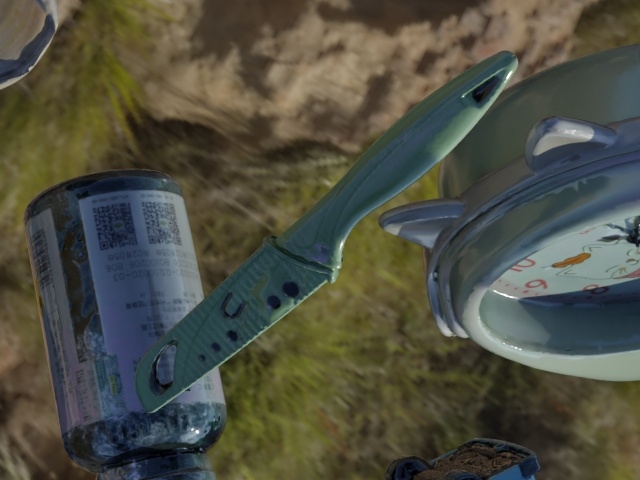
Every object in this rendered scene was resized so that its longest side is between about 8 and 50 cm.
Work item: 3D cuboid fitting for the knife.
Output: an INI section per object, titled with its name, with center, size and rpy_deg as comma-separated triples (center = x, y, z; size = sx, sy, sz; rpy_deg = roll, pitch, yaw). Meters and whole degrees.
[knife]
center = -0.001, 0.001, 0.951
size = 0.293, 0.020, 0.043
rpy_deg = -41, 94, 21

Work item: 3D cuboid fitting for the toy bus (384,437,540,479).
[toy bus]
center = 0.085, 0.303, 1.654
size = 0.271, 0.133, 0.165
rpy_deg = -23, 100, -22

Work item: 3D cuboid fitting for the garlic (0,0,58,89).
[garlic]
center = -0.315, -0.216, 1.384
size = 0.178, 0.143, 0.229
rpy_deg = -36, 107, -15

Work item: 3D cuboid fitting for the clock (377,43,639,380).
[clock]
center = 0.193, -0.019, 1.057
size = 0.324, 0.265, 0.109
rpy_deg = 15, 57, -41

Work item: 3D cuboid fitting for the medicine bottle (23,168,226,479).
[medicine bottle]
center = -0.159, 0.096, 1.495
size = 0.141, 0.141, 0.293
rpy_deg = -4, 73, -30
